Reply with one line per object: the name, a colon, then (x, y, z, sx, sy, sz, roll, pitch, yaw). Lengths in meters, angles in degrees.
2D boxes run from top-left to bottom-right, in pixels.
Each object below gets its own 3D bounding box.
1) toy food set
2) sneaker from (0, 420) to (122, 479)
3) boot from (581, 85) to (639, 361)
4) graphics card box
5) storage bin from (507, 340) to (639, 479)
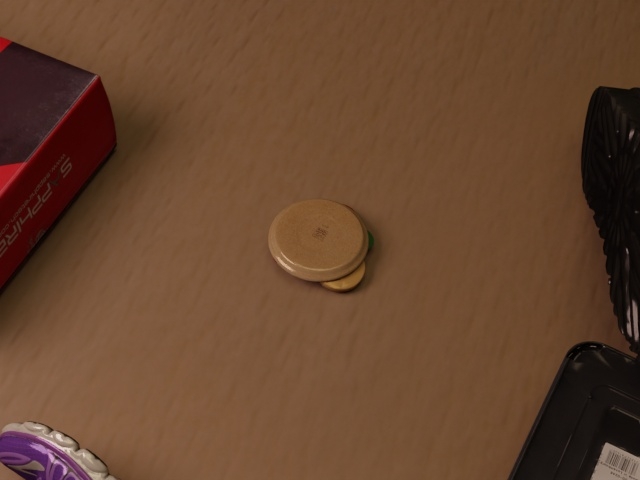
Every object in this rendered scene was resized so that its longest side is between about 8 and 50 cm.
toy food set: (0.000, 0.000, 0.878, 0.083, 0.020, 0.082, 12, 55, 5)
sneaker: (-0.155, 0.182, 0.716, 0.170, 0.068, 0.071, 36, 66, 19)
boot: (0.345, -0.020, 0.797, 0.260, 0.131, 0.348, 5, 33, 1)
graphics card box: (-0.383, -0.092, 0.877, 0.371, 0.094, 0.233, 23, 57, 13)
storage bin: (0.186, 0.173, 0.731, 0.122, 0.084, 0.180, 25, 58, 14)
